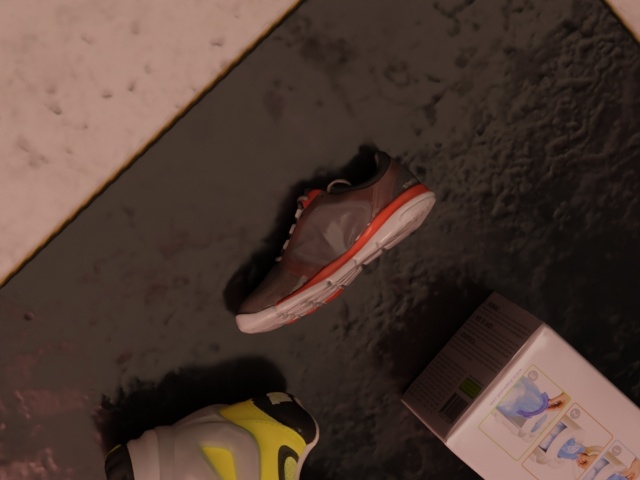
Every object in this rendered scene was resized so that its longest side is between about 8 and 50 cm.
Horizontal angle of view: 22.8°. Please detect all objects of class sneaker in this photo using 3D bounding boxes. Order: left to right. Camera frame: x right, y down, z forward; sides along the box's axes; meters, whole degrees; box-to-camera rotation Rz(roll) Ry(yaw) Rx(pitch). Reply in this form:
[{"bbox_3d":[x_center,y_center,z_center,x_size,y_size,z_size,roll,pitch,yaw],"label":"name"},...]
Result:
[{"bbox_3d":[0.000,0.000,1.061,0.158,0.061,0.065,-38,79,-4],"label":"sneaker"},{"bbox_3d":[0.002,0.279,1.063,0.147,0.145,0.384,-29,107,-5],"label":"sneaker"}]

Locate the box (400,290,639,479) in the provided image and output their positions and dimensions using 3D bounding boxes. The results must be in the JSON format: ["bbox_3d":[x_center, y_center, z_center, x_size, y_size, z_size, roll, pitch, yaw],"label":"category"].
[{"bbox_3d":[0.172,0.145,1.085,0.203,0.114,0.103,41,89,-15],"label":"box"}]
